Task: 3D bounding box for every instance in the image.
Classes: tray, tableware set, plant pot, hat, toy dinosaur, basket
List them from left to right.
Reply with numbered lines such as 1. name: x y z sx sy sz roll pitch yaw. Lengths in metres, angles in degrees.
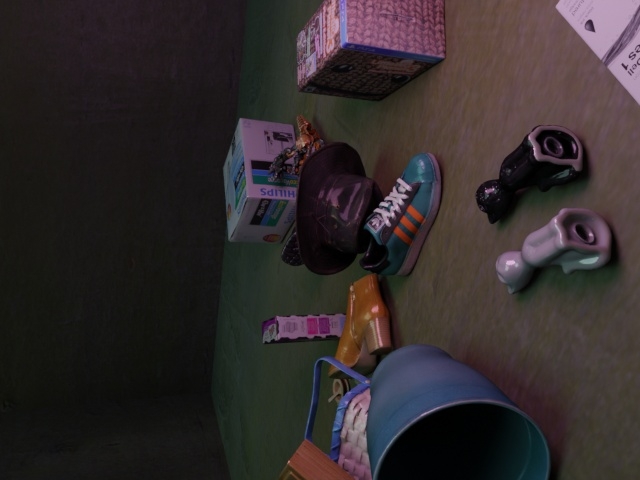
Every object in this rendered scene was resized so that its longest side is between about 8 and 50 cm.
1. toy dinosaur: -0.044 -0.283 1.649 0.218 0.165 0.321 -41 26 44
2. tableware set: 0.074 0.449 1.408 0.194 0.039 0.128 -170 81 -68
3. hat: 0.076 -0.069 1.184 0.134 0.332 0.330 10 100 40
4. basket: 0.087 0.429 1.119 0.289 0.201 0.254 17 107 35
5. tray: 0.086 0.600 0.993 0.411 0.076 0.202 36 134 14
6. plant pot: 0.196 0.318 0.845 0.255 0.272 0.271 -113 29 -72

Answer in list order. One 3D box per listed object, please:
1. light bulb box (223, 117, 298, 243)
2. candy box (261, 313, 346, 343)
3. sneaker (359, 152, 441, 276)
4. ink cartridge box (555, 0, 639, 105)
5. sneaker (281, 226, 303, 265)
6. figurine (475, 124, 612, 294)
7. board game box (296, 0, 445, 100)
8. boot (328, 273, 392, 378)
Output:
1. light bulb box: -0.237 -0.224 1.960 0.358 0.226 0.360 126 140 -55
2. candy box: -0.038 0.258 1.434 0.159 0.234 0.071 144 124 -64
3. sneaker: 0.169 -0.049 1.082 0.108 0.121 0.301 -124 41 -55
4. ink cartridge box: 0.399 -0.268 0.557 0.160 0.093 0.219 117 147 -48
5. sneaker: -0.023 -0.049 1.516 0.283 0.107 0.124 -52 23 7
6. figurine: 0.323 -0.033 0.768 0.209 0.093 0.214 123 142 -66
7. board game box: 0.101 -0.440 1.119 0.291 0.232 0.140 171 98 -68
8. boot: 0.096 0.232 1.305 0.295 0.104 0.211 127 144 -48
